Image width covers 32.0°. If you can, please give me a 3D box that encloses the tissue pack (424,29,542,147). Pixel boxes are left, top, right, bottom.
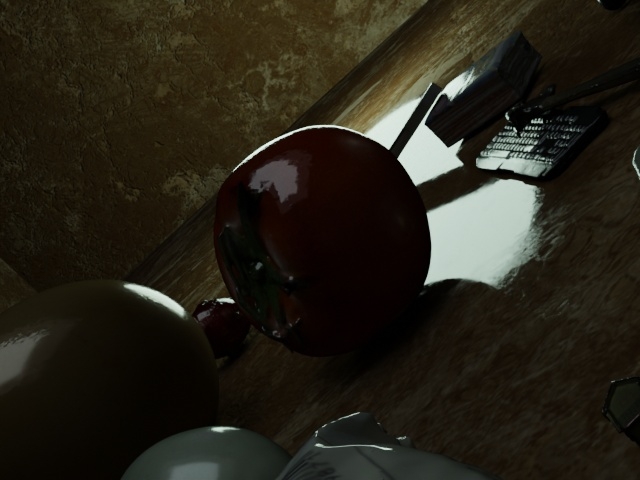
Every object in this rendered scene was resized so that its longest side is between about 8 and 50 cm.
[{"bbox_3d":[0.231,-0.212,1.576,0.155,0.065,0.115,-37,14,45],"label":"tissue pack"}]

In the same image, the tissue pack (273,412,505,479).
[{"bbox_3d":[0.021,0.251,0.426,0.390,0.195,0.375,-47,19,-7],"label":"tissue pack"}]

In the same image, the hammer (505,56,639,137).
[{"bbox_3d":[0.317,-0.178,1.214,0.125,0.027,0.297,-41,13,-33],"label":"hammer"}]

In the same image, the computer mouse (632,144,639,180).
[{"bbox_3d":[0.291,-0.054,0.919,0.056,0.032,0.110,-39,23,31],"label":"computer mouse"}]

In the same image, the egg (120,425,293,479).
[{"bbox_3d":[-0.094,0.237,0.964,0.209,0.151,0.151,-26,22,44],"label":"egg"}]

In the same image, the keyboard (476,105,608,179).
[{"bbox_3d":[0.251,-0.118,1.302,0.106,0.016,0.262,-46,12,-2],"label":"keyboard"}]

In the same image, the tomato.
[{"bbox_3d":[0.000,0.000,1.227,0.224,0.256,0.256,-32,4,-30],"label":"tomato"}]

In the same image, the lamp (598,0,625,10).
[{"bbox_3d":[0.399,-0.394,1.386,0.198,0.198,0.244,-45,-11,0],"label":"lamp"}]

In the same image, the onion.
[{"bbox_3d":[-0.152,0.135,1.664,0.107,0.097,0.107,-36,-28,-23],"label":"onion"}]

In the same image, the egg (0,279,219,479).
[{"bbox_3d":[-0.302,0.209,1.361,0.373,0.301,0.301,-28,6,-19],"label":"egg"}]

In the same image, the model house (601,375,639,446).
[{"bbox_3d":[0.211,0.088,0.652,0.083,0.057,0.058,-45,16,12],"label":"model house"}]

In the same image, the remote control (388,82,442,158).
[{"bbox_3d":[0.109,-0.130,1.661,0.245,0.022,0.077,-57,2,27],"label":"remote control"}]
